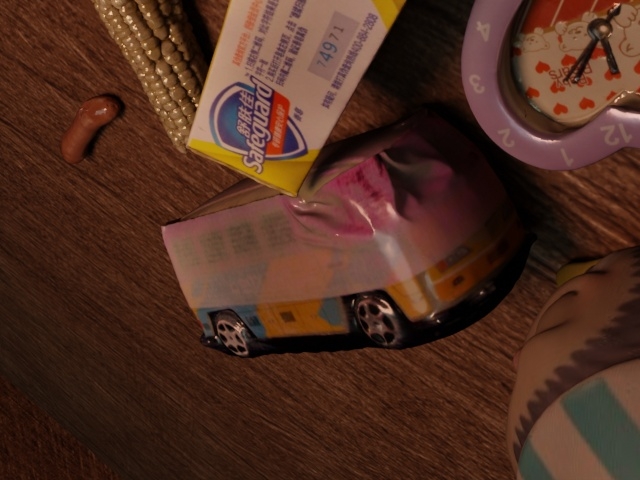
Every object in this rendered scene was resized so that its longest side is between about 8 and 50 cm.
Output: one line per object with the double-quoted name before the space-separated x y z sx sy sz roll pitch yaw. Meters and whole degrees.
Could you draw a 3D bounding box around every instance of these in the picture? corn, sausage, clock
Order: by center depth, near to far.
"clock" 0.178 -0.135 0.464 0.198 0.064 0.172 -7 121 49
"corn" -0.158 -0.195 0.744 0.087 0.087 0.211 9 138 41
"sausage" -0.314 -0.149 0.983 0.043 0.043 0.186 51 145 -9

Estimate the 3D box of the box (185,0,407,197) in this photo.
"box" -0.002 -0.173 0.508 0.097 0.168 0.265 22 148 -9

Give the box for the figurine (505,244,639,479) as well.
"figurine" 0.256 0.206 0.469 0.361 0.378 0.266 45 146 3

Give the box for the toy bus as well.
"toy bus" 0.000 0.000 0.702 0.386 0.171 0.162 -13 113 51
